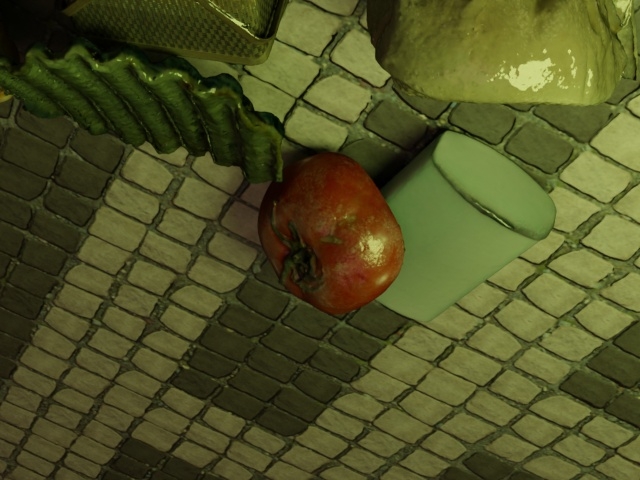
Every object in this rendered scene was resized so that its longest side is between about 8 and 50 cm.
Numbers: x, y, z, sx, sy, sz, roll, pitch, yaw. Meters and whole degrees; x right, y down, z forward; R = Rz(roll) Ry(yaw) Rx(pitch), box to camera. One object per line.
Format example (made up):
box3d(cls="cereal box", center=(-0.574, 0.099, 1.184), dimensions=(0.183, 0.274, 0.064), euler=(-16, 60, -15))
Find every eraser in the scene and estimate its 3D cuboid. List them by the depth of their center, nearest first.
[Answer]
box3d(cls="eraser", center=(0.157, -0.011, 1.899), dimensions=(0.189, 0.104, 0.290), euler=(32, 142, -13))

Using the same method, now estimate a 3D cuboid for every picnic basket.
box3d(cls="picnic basket", center=(-0.165, -0.314, 1.602), dimensions=(0.267, 0.165, 0.139), euler=(10, 150, 14))

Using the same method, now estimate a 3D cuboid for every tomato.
box3d(cls="tomato", center=(0.000, 0.000, 1.898), dimensions=(0.237, 0.095, 0.236), euler=(26, 128, 39))

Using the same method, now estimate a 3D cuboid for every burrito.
box3d(cls="burrito", center=(0.329, -0.237, 1.587), dimensions=(0.051, 0.042, 0.171), euler=(2, 138, 17))

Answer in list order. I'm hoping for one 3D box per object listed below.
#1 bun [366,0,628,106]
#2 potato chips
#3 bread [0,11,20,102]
box3d(cls="bun", center=(0.176, -0.246, 1.494), dimensions=(0.282, 0.281, 0.204), euler=(3, 98, 21))
box3d(cls="potato chips", center=(-0.220, -0.160, 1.770), dimensions=(0.359, 0.070, 0.429), euler=(10, 170, 8))
box3d(cls="bread", center=(-0.485, -0.291, 1.764), dimensions=(0.121, 0.172, 0.311), euler=(-24, 131, 5))
